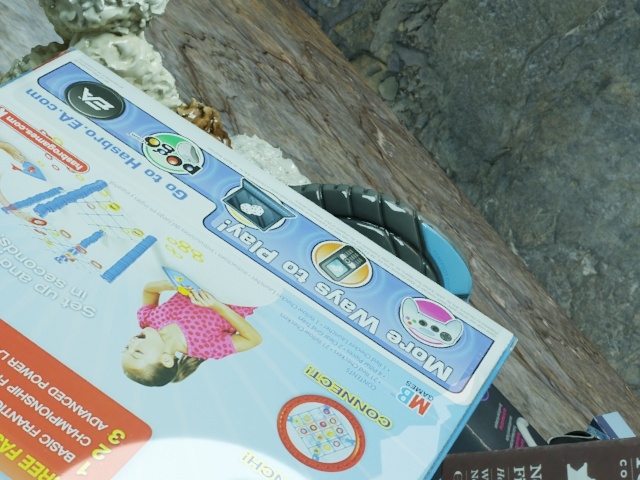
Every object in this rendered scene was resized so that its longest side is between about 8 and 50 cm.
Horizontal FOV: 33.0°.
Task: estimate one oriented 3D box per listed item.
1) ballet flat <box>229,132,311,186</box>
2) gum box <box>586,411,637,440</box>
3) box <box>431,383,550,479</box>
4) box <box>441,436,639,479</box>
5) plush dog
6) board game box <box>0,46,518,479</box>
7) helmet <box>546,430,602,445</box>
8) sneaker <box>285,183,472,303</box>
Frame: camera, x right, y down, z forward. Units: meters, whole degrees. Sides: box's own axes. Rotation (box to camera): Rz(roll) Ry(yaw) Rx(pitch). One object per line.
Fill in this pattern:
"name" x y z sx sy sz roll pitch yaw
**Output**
"ballet flat" -0.012 0.034 1.167 0.409 0.147 0.147 42 12 21
"gum box" 0.361 0.330 1.320 0.041 0.184 0.157 -8 43 -24
"box" 0.132 0.228 1.001 0.270 0.143 0.165 47 16 3
"box" 0.216 0.235 0.775 0.167 0.203 0.169 15 68 -39
"plush dog" -0.172 -0.051 0.769 0.210 0.262 0.225 50 15 -46
"board game box" -0.101 0.067 0.513 0.308 0.086 0.302 34 40 10
"helmet" 0.290 0.300 1.221 0.161 0.169 0.169 6 39 -44
"sneaker" -0.020 -0.002 1.037 0.340 0.125 0.139 17 1 6
